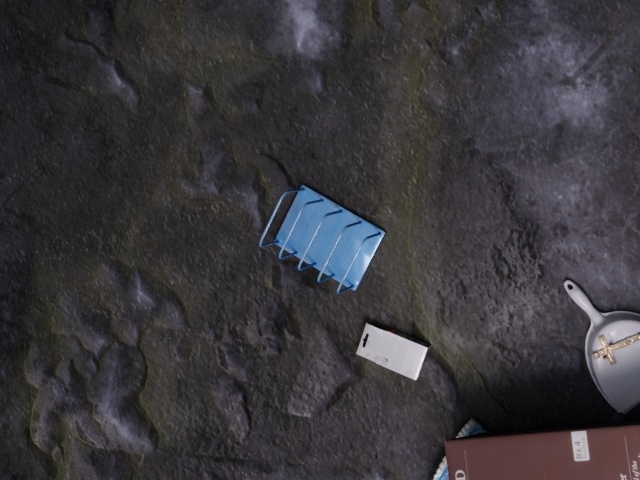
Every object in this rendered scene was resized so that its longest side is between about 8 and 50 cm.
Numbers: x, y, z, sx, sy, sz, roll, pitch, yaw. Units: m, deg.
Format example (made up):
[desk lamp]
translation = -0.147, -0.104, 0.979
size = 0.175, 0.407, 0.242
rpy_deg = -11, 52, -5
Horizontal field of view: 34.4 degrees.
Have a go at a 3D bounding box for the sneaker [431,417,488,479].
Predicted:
[sneaker]
translation = 0.237, 0.381, 1.731
size = 0.073, 0.063, 0.162
rpy_deg = 30, 105, 11

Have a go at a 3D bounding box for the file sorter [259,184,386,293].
[file sorter]
translation = 0.000, 0.000, 1.750
size = 0.170, 0.104, 0.118
rpy_deg = 30, 106, 14

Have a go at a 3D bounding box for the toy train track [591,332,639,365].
[toy train track]
translation = 0.459, 0.164, 1.596
size = 0.083, 0.014, 0.048
rpy_deg = -26, 91, 11

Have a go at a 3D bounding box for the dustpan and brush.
[dustpan and brush]
translation = 0.458, 0.147, 1.634
size = 0.147, 0.060, 0.211
rpy_deg = -42, 88, 12

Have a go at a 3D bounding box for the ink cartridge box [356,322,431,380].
[ink cartridge box]
translation = 0.125, 0.187, 1.767
size = 0.115, 0.029, 0.063
rpy_deg = 22, 104, 17

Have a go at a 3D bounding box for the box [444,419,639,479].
[box]
translation = 0.385, 0.364, 1.507
size = 0.381, 0.143, 0.191
rpy_deg = -14, 77, 34
